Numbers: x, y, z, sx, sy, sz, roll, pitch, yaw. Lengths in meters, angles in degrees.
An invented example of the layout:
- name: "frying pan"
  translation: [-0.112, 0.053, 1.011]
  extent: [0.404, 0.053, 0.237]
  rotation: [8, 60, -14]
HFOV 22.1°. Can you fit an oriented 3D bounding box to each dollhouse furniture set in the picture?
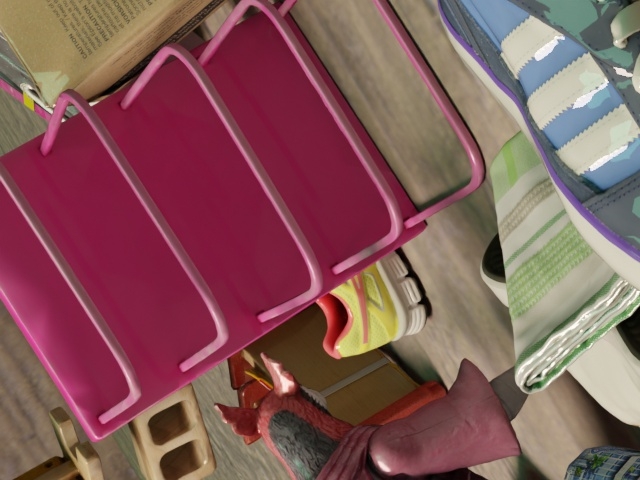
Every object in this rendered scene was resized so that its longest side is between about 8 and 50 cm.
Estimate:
- name: "dollhouse furniture set"
  translation: [-0.087, 0.208, 1.410]
  extent: [0.201, 0.374, 0.152]
  rotation: [42, 152, 44]

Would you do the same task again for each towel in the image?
- name: "towel"
  translation: [0.125, -0.011, 0.852]
  extent: [0.113, 0.023, 0.152]
  rotation: [-48, 35, 42]

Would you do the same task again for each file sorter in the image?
- name: "file sorter"
  translation: [-0.070, -0.036, 1.091]
  extent: [0.202, 0.290, 0.182]
  rotation: [57, 160, 1]

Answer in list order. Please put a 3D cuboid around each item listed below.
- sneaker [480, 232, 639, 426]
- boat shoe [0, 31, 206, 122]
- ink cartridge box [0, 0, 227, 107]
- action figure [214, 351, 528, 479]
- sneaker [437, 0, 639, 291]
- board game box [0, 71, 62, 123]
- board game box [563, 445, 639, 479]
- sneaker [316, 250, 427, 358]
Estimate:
- name: "sneaker"
  translation: [0.203, 0.053, 0.855]
  extent: [0.123, 0.106, 0.290]
  rotation: [50, 172, -24]
- name: "boat shoe"
  translation: [-0.173, -0.129, 1.263]
  extent: [0.301, 0.108, 0.102]
  rotation: [35, 153, -6]
- name: "ink cartridge box"
  translation: [-0.164, -0.241, 1.140]
  extent: [0.235, 0.193, 0.088]
  rotation: [57, -158, 5]
- name: "action figure"
  translation: [0.084, 0.211, 1.079]
  extent: [0.370, 0.276, 0.248]
  rotation: [30, 134, -5]
- name: "sneaker"
  translation: [0.133, -0.118, 0.665]
  extent: [0.323, 0.130, 0.236]
  rotation: [51, 166, 38]
- name: "board game box"
  translation: [-0.239, -0.232, 1.439]
  extent: [0.303, 0.097, 0.224]
  rotation: [35, 134, 51]
- name: "board game box"
  translation: [0.250, 0.141, 0.784]
  extent: [0.194, 0.060, 0.194]
  rotation: [23, 168, -29]
- name: "sneaker"
  translation: [0.000, 0.000, 1.279]
  extent: [0.208, 0.094, 0.081]
  rotation: [61, 164, -6]
